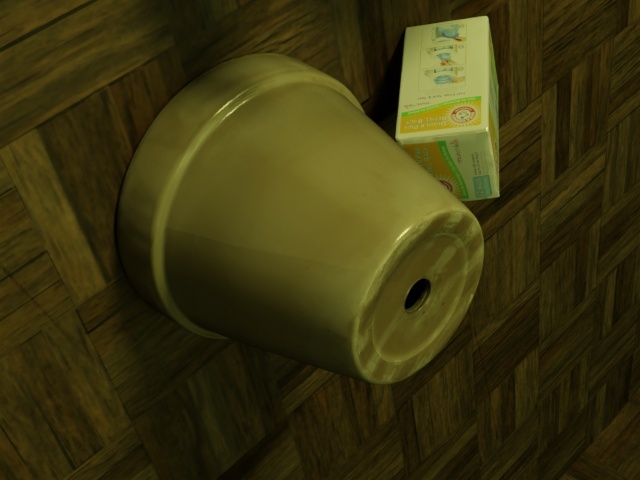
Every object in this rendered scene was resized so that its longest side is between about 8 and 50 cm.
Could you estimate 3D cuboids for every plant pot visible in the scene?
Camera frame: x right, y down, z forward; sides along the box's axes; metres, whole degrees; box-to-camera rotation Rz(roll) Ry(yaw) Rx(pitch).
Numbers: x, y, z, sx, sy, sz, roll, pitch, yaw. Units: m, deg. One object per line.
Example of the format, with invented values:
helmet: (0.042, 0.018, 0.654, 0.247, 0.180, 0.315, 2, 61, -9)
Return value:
plant pot: (0.000, 0.000, 0.926, 0.323, 0.280, 0.323, -27, 132, -34)

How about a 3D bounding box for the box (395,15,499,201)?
box: (0.154, -0.154, 1.061, 0.114, 0.103, 0.203, 69, 23, -46)
